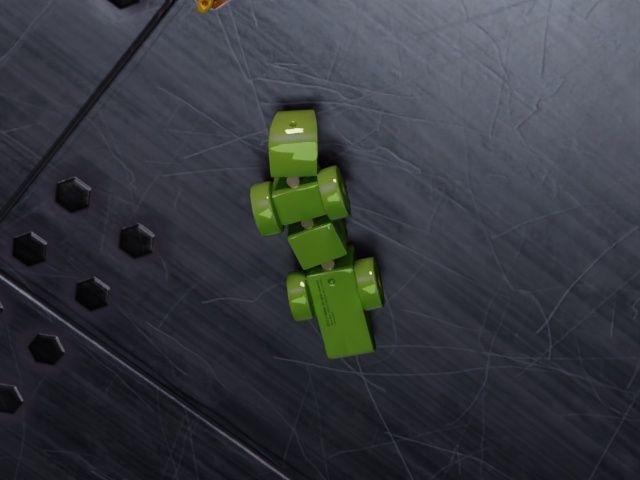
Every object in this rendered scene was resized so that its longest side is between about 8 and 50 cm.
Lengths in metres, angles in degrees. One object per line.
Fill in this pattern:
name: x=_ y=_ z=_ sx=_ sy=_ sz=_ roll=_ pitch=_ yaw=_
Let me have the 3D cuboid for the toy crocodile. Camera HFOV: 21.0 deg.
toy crocodile: x=0.000 y=0.000 z=2.127 sx=0.115 sy=0.105 sz=0.340 roll=-14 pitch=118 yaw=11

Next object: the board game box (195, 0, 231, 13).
board game box: x=-0.084 y=-0.502 z=1.919 sx=0.390 sy=0.050 sz=0.390 roll=-30 pitch=109 yaw=18
